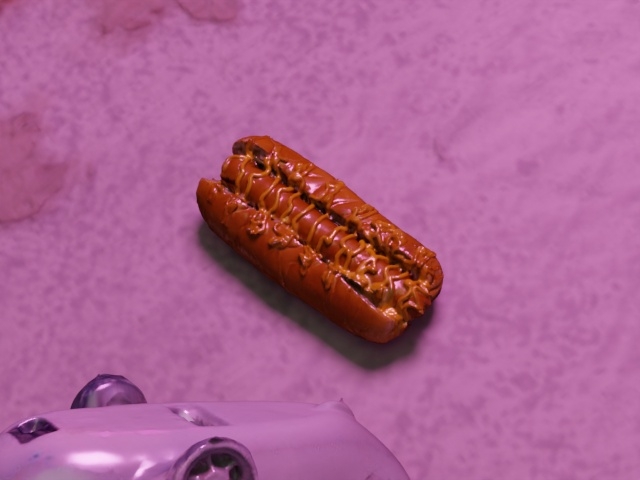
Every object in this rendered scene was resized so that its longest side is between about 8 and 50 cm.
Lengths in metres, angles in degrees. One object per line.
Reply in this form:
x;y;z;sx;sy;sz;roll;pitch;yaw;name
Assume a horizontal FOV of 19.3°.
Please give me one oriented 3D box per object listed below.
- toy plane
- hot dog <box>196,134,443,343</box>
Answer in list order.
-0.061;0.137;0.954;0.245;0.245;0.117;7;98;13;toy plane
0.000;0.000;1.097;0.165;0.045;0.071;36;72;25;hot dog
